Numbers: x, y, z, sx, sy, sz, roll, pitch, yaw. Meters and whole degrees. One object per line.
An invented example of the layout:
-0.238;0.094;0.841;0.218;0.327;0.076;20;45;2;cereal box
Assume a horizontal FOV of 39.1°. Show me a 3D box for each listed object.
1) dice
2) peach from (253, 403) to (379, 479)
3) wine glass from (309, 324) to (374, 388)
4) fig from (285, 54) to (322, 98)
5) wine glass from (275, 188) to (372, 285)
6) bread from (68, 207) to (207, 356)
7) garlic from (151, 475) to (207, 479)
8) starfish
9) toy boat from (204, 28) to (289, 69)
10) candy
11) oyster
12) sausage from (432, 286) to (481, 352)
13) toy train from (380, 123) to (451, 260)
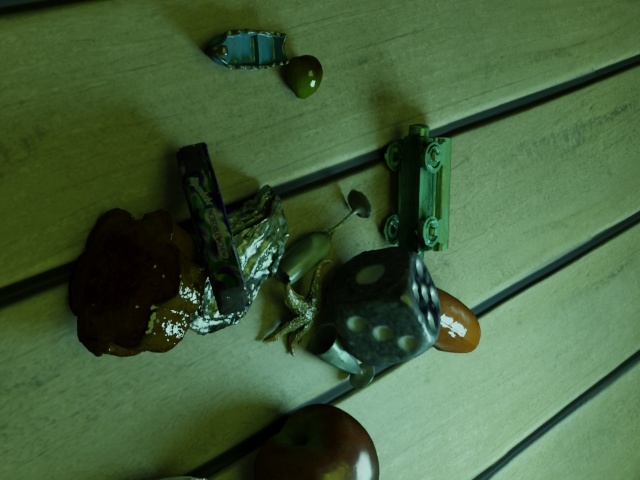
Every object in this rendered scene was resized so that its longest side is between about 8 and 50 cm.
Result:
0.134;0.133;1.838;0.183;0.182;0.181;61;27;-27;dice
-0.001;0.452;1.750;0.252;0.252;0.253;-5;97;-42;peach
0.048;0.243;1.882;0.155;0.073;0.073;44;65;-38;wine glass
-0.032;-0.316;1.761;0.074;0.074;0.088;-22;130;-39;fig
0.000;0.000;1.819;0.262;0.074;0.074;-42;120;-30;wine glass
-0.293;0.075;1.458;0.135;0.232;0.247;31;66;-49;bread
-0.249;0.514;1.616;0.228;0.110;0.217;-1;106;-32;garlic
-0.038;0.127;1.781;0.208;0.053;0.176;-58;145;-12;starfish
-0.134;-0.351;1.656;0.185;0.077;0.075;-10;102;-41;toy boat
-0.182;-0.022;1.519;0.061;0.312;0.088;-14;147;-8;candy
-0.159;0.027;1.641;0.351;0.158;0.162;-59;170;-31;oyster
0.271;0.178;2.040;0.258;0.133;0.133;34;71;-38;sausage
0.237;-0.101;1.983;0.189;0.126;0.308;-2;95;-42;toy train
